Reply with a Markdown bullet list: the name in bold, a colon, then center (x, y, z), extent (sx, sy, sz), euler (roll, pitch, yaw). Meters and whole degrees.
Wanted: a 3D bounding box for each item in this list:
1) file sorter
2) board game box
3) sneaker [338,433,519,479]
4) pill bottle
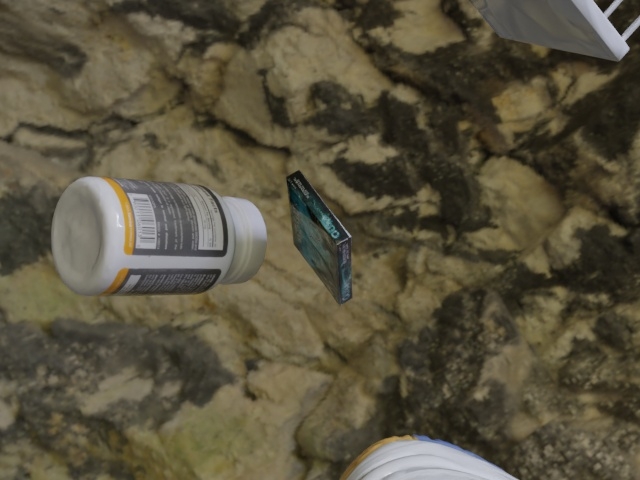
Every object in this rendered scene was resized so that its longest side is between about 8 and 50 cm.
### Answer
- **file sorter**: center (0.266, -0.347, 1.078), extent (0.193, 0.173, 0.278), euler (42, 2, -24)
- **board game box**: center (0.000, 0.000, 1.316), extent (0.126, 0.026, 0.186), euler (53, -15, 25)
- **sneaker**: center (0.144, 0.189, 0.440), extent (0.131, 0.296, 0.112), euler (-147, -104, -79)
- **pill bottle**: center (-0.222, -0.002, 1.342), extent (0.162, 0.278, 0.162), euler (-2, -93, 44)
